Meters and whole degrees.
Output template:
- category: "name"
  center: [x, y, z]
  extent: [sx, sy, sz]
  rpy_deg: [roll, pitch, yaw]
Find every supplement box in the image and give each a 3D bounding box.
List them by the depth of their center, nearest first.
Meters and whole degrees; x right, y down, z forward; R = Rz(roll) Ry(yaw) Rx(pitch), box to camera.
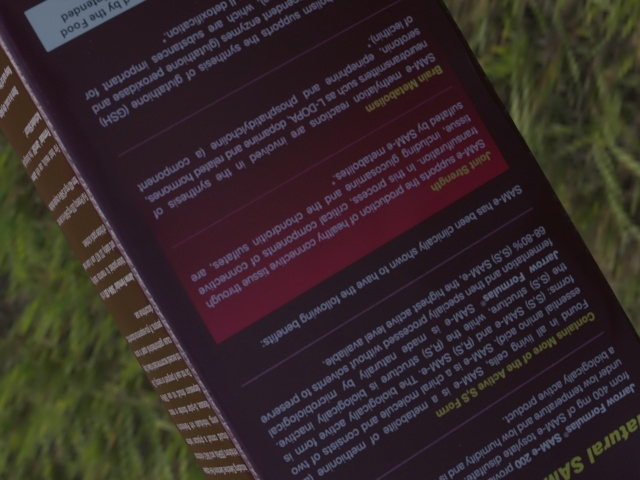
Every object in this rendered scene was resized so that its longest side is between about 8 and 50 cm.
- category: "supplement box"
  center: [0.000, 0.000, 0.579]
  extent: [0.239, 0.130, 0.073]
  rpy_deg: [60, 162, -1]
